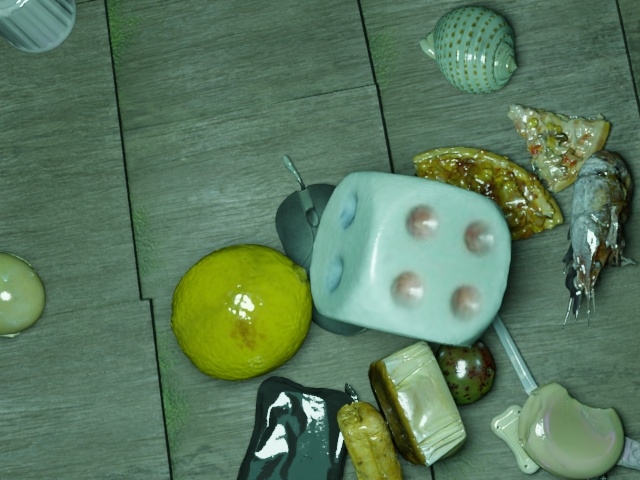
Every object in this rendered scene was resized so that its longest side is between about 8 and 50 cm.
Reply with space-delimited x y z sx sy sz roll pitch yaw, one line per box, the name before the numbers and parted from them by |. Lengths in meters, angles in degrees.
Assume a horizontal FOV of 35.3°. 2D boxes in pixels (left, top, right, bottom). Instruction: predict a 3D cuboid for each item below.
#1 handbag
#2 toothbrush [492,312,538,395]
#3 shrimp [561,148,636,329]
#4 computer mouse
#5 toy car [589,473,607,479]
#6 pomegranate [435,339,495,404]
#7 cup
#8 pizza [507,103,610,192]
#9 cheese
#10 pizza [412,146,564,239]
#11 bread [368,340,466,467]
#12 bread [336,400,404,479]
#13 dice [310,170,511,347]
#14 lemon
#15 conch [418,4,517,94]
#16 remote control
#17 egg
handbag | -0.051 0.412 1.862 0.191 0.075 0.332 13 81 6
toothbrush | 0.319 0.132 1.882 0.025 0.030 0.342 -32 79 26
shrimp | 0.504 -0.001 1.835 0.116 0.145 0.343 6 76 33
computer mouse | 0.000 0.000 1.915 0.167 0.090 0.379 -25 78 1
toy car | 0.486 0.450 1.818 0.041 0.025 0.093 22 80 11
pomegranate | 0.254 0.235 1.832 0.130 0.130 0.130 -1 81 7
cup | -0.582 -0.503 1.998 0.167 0.202 0.221 33 88 8
pizza | 0.437 -0.202 1.910 0.195 0.052 0.185 38 84 11
cheese | 0.496 0.359 1.800 0.286 0.082 0.163 18 71 -7
pizza | 0.309 -0.087 1.891 0.305 0.085 0.161 23 86 11
bread | 0.164 0.296 1.794 0.109 0.192 0.210 -20 82 -11
bread | 0.095 0.395 1.803 0.083 0.114 0.211 -19 106 -9
dice | 0.151 0.032 1.746 0.268 0.264 0.263 13 87 -21
lemon | -0.144 0.130 1.827 0.267 0.267 0.267 -1 81 7
conch | 0.285 -0.372 1.912 0.200 0.131 0.172 25 86 9
remote control | 0.369 0.363 1.842 0.074 0.032 0.122 -35 80 1
egg | -0.626 0.102 1.936 0.201 0.164 0.164 22 85 12
